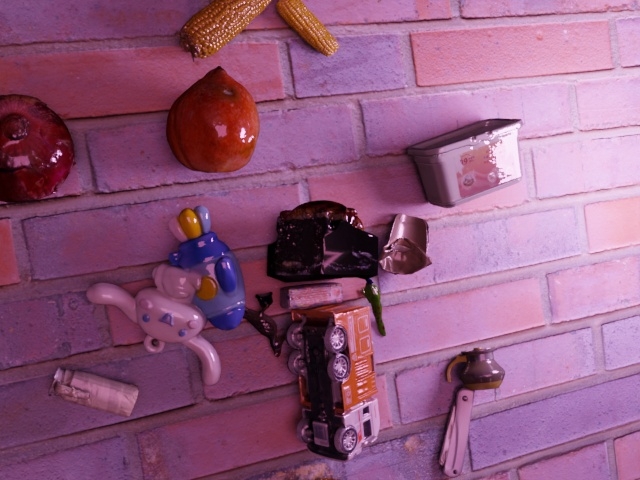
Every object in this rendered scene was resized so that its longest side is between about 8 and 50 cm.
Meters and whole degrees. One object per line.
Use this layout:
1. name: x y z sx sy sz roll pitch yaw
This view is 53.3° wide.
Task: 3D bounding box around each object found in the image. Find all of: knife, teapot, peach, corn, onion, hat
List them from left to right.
1. onion: -0.680 -0.209 1.430 0.246 0.190 0.246 5 72 -16
2. teapot: -0.547 0.368 1.530 0.200 0.107 0.077 21 88 -17
3. peach: -0.254 -0.291 1.544 0.232 0.232 0.256 -4 103 -17
4. corn: -0.224 -0.573 1.610 0.305 0.106 0.106 -43 103 -15
5. corn: -0.036 -0.572 1.687 0.206 0.067 0.067 41 80 -17
6. hat: 0.242 0.011 1.798 0.147 0.085 0.175 18 63 -6
7. knife: 0.400 0.560 1.870 0.073 0.040 0.265 13 88 -8
8. teapot: 0.448 0.372 1.848 0.166 0.130 0.119 -9 78 14

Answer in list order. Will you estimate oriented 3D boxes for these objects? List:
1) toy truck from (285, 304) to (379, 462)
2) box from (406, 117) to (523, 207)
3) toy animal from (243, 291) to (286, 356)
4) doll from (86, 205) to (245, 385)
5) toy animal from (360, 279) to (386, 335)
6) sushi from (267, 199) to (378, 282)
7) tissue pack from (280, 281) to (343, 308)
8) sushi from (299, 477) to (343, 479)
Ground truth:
1. toy truck: 0.049 0.361 1.676 0.207 0.173 0.387 -9 95 -46
2. box: 0.422 -0.218 1.797 0.312 0.175 0.182 -21 107 -16
3. toy animal: -0.148 0.217 1.684 0.105 0.070 0.202 -26 102 -2
4. doll: -0.313 0.124 1.555 0.376 0.187 0.365 39 87 -33
5. toy animal: 0.146 0.172 1.774 0.041 0.075 0.217 -25 127 -12
6. sushi: 0.000 0.000 1.633 0.215 0.227 0.212 2 84 -23
7. tissue pack: -0.026 0.144 1.687 0.148 0.108 0.060 -6 90 -16
8. sushi: 0.006 0.740 1.697 0.274 0.139 0.184 -4 95 -11
